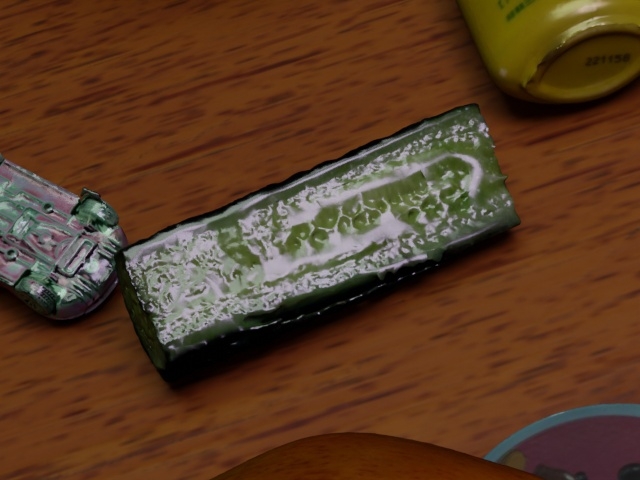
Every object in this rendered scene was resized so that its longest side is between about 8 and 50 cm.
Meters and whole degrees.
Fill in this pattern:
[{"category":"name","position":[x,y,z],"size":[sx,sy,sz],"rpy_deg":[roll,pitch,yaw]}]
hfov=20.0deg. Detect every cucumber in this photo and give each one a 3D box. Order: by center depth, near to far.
[{"category":"cucumber","position":[0.000,0.002,0.959],"size":[0.211,0.062,0.078],"rpy_deg":[-22,81,-12]}]

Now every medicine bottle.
[{"category":"medicine bottle","position":[0.116,-0.199,1.090],"size":[0.111,0.076,0.309],"rpy_deg":[-17,46,-1]}]

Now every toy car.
[{"category":"toy car","position":[-0.172,-0.005,1.012],"size":[0.142,0.055,0.069],"rpy_deg":[27,69,21]}]

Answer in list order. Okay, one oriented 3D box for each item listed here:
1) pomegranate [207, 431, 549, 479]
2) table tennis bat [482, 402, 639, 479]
[{"category":"pomegranate","position":[0.018,0.197,0.655],"size":[0.264,0.264,0.264],"rpy_deg":[-8,48,9]},{"category":"table tennis bat","position":[0.171,0.139,0.803],"size":[0.244,0.040,0.153],"rpy_deg":[2,49,23]}]
